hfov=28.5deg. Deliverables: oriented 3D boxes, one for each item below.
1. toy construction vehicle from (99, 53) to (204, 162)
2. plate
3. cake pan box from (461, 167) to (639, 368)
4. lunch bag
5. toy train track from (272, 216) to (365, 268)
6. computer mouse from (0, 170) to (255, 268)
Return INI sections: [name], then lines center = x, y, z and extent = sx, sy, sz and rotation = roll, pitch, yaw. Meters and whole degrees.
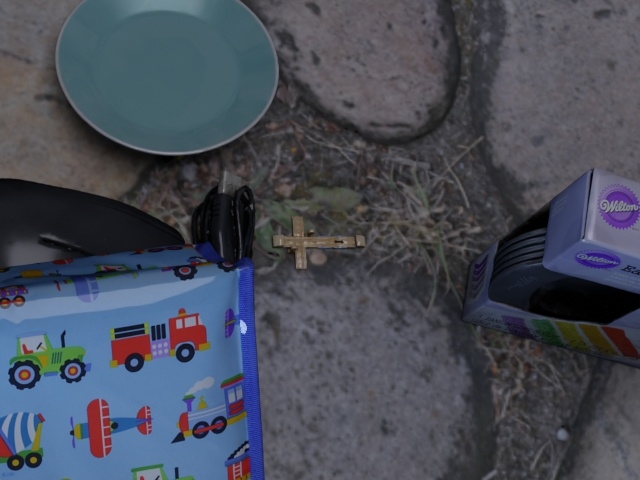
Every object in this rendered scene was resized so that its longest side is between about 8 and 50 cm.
[toy construction vehicle]
center = -0.130, -0.110, 1.081
extent = 0.086, 0.035, 0.098
rotation = 43, 62, 13
[plate]
center = -0.129, -0.146, 1.067
extent = 0.188, 0.024, 0.188
rotation = 5, 60, -10
[cake pan box]
center = 0.273, 0.039, 1.033
extent = 0.266, 0.246, 0.070
rotation = 16, 67, -12
[lunch bag]
center = -0.156, 0.163, 0.905
extent = 0.220, 0.138, 0.293
rotation = -7, 98, -17
[toy train track]
center = 0.000, 0.000, 1.089
extent = 0.083, 0.014, 0.048
rotation = 0, 72, -17
[computer mouse]
center = -0.181, 0.012, 0.998
extent = 0.272, 0.072, 0.189
rotation = 10, 70, -13
